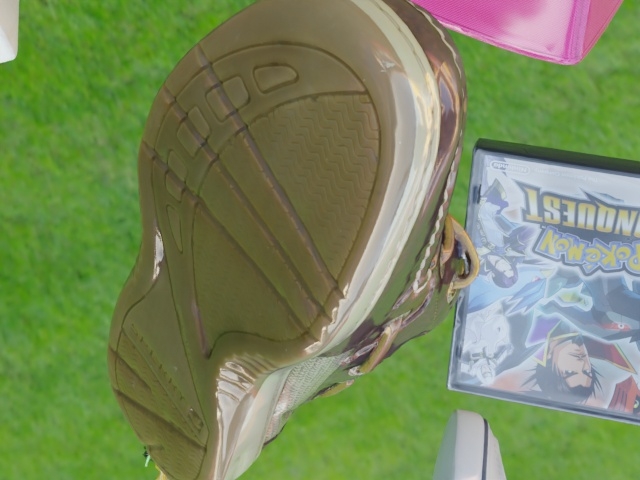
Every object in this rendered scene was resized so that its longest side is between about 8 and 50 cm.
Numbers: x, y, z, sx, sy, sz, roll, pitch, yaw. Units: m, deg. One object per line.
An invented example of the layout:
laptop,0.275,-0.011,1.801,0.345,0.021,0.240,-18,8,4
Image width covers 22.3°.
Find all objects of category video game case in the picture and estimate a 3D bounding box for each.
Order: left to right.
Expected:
video game case,0.262,0.047,1.474,0.274,0.035,0.248,9,115,11

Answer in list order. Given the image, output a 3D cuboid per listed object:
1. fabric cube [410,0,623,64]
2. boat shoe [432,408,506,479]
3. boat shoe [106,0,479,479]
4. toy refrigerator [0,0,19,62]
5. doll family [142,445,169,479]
fabric cube,0.132,-0.327,1.141,0.259,0.254,0.258,-55,159,-35
boat shoe,0.128,0.246,1.173,0.088,0.268,0.096,7,138,-8
boat shoe,0.000,0.000,0.692,0.123,0.123,0.342,-26,158,-29
toy refrigerator,-0.273,-0.226,0.996,0.094,0.102,0.269,-11,145,6
doll family,-0.138,0.231,1.485,0.076,0.193,0.111,9,160,11
